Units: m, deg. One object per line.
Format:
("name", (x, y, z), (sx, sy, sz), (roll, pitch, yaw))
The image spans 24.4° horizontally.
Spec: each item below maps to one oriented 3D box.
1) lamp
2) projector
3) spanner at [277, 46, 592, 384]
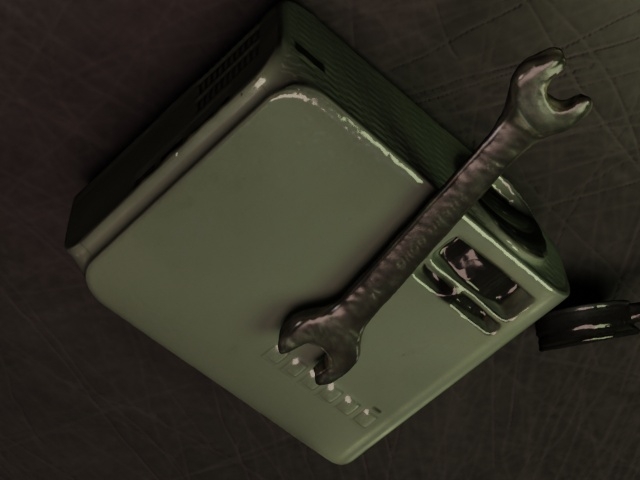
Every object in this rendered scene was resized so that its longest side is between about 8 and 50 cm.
("lamp", (0.310, -0.024, 0.956), (0.371, 0.130, 0.108), (-19, 81, 28))
("projector", (0.000, 0.000, 0.923), (0.250, 0.108, 0.198), (38, 117, -24))
("spanner", (0.062, -0.008, 0.844), (0.054, 0.015, 0.254), (30, 117, -21))
